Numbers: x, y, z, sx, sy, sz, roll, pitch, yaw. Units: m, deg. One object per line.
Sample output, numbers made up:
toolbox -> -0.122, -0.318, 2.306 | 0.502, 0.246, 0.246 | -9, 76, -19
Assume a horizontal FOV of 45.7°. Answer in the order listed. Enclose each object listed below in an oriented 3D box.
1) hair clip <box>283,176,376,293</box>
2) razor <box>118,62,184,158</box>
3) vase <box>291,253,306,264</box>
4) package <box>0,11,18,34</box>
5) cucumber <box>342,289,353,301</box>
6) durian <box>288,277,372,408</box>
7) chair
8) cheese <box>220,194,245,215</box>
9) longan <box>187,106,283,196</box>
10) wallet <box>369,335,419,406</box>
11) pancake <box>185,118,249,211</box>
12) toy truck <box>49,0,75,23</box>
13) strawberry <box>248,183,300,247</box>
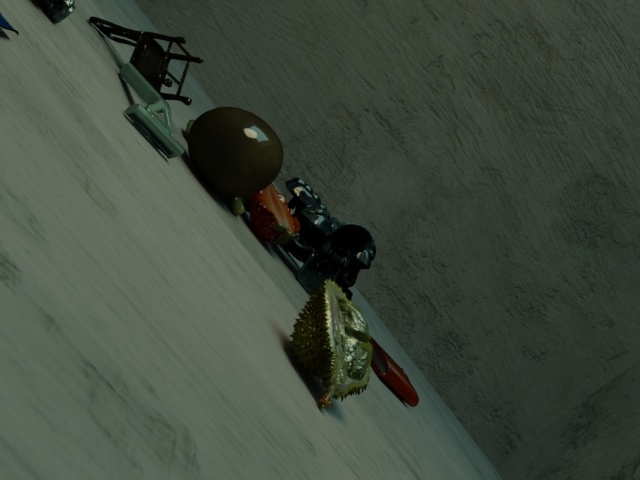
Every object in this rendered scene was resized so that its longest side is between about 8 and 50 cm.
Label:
hair clip -> 0.004, 0.004, 1.770 | 0.310, 0.194, 0.206 | 36, 8, -30
razor -> -0.296, -0.245, 1.290 | 0.111, 0.056, 0.278 | 49, 5, -40
vase -> -0.072, -0.004, 1.883 | 0.211, 0.060, 0.060 | 51, 3, -21
package -> -0.378, -0.279, 0.748 | 0.173, 0.027, 0.171 | 53, 0, -12
cucumber -> 0.043, 0.144, 1.962 | 0.220, 0.070, 0.046 | 41, 42, -67
durian -> 0.013, 0.163, 1.072 | 0.146, 0.102, 0.208 | 49, 28, -28
chair -> -0.360, -0.356, 1.498 | 0.229, 0.113, 0.106 | 14, -10, 17
cheese -> -0.180, -0.087, 1.507 | 0.083, 0.030, 0.044 | 58, 25, 9
longan -> -0.162, -0.168, 1.440 | 0.189, 0.189, 0.189 | 53, 3, -4
wallet -> 0.175, 0.332, 1.938 | 0.204, 0.045, 0.142 | 49, 7, -45
pancake -> -0.221, -0.166, 1.696 | 0.253, 0.037, 0.253 | 56, 2, -3
toy truck -> -0.395, -0.436, 1.189 | 0.108, 0.140, 0.257 | 51, 4, -28
strawberry -> -0.113, -0.067, 1.617 | 0.146, 0.082, 0.187 | 44, 23, -56
